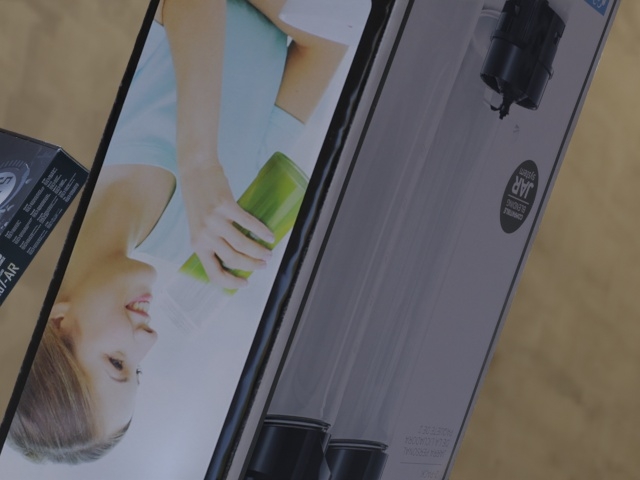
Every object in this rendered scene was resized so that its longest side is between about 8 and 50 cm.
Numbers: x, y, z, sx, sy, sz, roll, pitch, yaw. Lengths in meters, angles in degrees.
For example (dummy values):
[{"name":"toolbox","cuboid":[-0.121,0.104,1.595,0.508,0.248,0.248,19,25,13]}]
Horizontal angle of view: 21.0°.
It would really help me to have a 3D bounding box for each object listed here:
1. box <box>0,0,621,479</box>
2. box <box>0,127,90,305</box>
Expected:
[{"name":"box","cuboid":[0.000,0.000,0.583,0.169,0.087,0.290,19,-89,-62]},{"name":"box","cuboid":[-0.133,-0.003,0.667,0.018,0.067,0.083,41,-103,-36]}]
